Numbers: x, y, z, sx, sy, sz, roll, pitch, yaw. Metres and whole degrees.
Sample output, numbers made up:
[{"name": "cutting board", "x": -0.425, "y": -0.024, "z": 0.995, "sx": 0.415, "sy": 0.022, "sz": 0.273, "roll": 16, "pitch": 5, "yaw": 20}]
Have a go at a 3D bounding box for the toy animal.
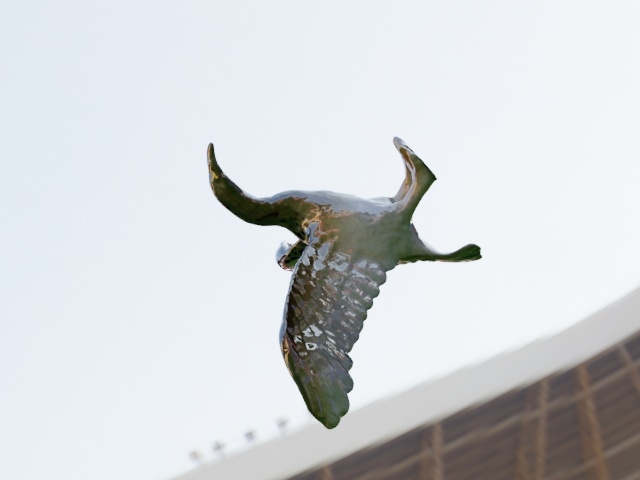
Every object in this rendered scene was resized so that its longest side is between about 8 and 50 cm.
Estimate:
[{"name": "toy animal", "x": 0.009, "y": -0.013, "z": 1.238, "sx": 0.160, "sy": 0.197, "sz": 0.272, "roll": -33, "pitch": 9, "yaw": 1}]
